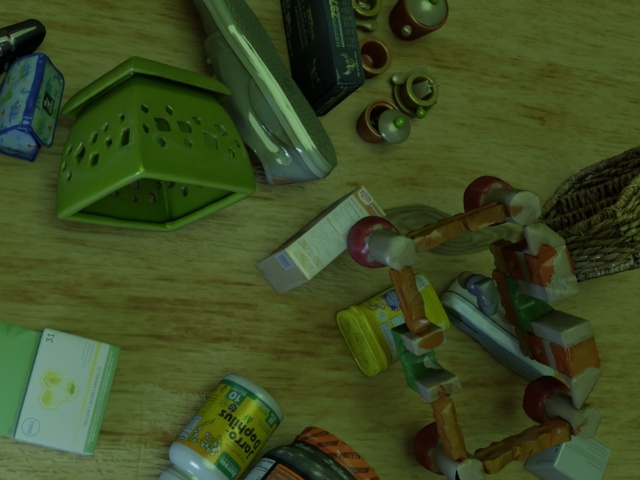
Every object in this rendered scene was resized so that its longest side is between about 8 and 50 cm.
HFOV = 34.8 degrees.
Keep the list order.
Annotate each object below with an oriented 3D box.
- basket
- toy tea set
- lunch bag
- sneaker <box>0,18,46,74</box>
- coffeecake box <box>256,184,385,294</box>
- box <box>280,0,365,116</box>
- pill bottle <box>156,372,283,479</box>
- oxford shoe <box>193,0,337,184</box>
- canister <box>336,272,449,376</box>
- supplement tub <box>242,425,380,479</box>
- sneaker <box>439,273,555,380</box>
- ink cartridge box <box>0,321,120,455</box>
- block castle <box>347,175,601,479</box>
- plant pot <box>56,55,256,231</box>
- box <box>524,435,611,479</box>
[{"bbox_3d":[0.501,-0.044,1.855,0.213,0.299,0.223,-11,85,-23],"label":"basket"},{"bbox_3d":[0.147,-0.338,1.865,0.200,0.124,0.336,-1,78,-23],"label":"toy tea set"},{"bbox_3d":[-0.449,-0.205,1.564,0.096,0.151,0.129,13,73,-20],"label":"lunch bag"},{"bbox_3d":[-0.576,-0.315,1.563,0.281,0.106,0.162,-33,89,-25],"label":"sneaker"},{"bbox_3d":[0.000,0.000,1.715,0.185,0.142,0.068,-40,94,-26],"label":"coffeecake box"},{"bbox_3d":[0.000,-0.351,1.773,0.059,0.183,0.233,-5,81,-24],"label":"box"},{"bbox_3d":[-0.161,0.320,1.588,0.117,0.117,0.208,43,66,-9],"label":"pill bottle"},{"bbox_3d":[-0.133,-0.283,1.731,0.449,0.130,0.169,60,19,1],"label":"oxford shoe"},{"bbox_3d":[0.129,0.143,1.778,0.170,0.073,0.126,-26,89,-27],"label":"canister"},{"bbox_3d":[-0.067,0.460,1.547,0.207,0.207,0.338,47,65,-7],"label":"supplement tub"},{"bbox_3d":[0.335,0.157,1.850,0.258,0.094,0.091,40,71,-10],"label":"sneaker"},{"bbox_3d":[-0.436,0.214,1.530,0.235,0.056,0.171,18,72,-21],"label":"ink cartridge box"},{"bbox_3d":[0.251,0.142,1.670,0.303,0.213,0.453,-20,101,-11],"label":"block castle"},{"bbox_3d":[-0.260,-0.148,1.569,0.228,0.227,0.207,9,67,-45],"label":"plant pot"},{"bbox_3d":[0.445,0.394,1.840,0.102,0.101,0.087,31,68,-12],"label":"box"}]
